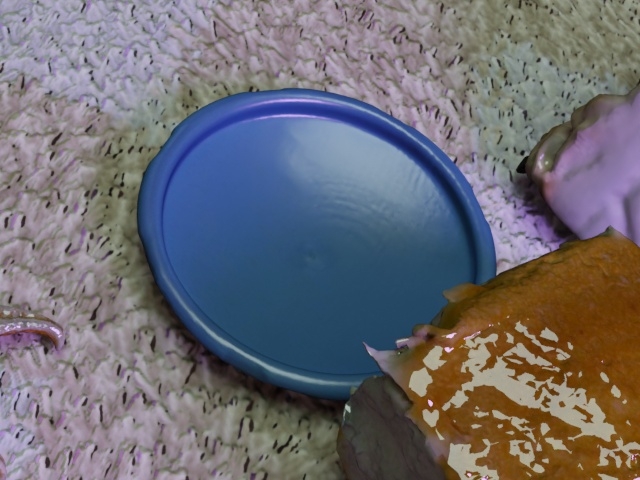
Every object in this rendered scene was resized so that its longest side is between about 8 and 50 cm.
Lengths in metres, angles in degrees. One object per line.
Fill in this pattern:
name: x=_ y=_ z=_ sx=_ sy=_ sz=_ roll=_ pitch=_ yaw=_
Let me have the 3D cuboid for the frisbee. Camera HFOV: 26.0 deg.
frisbee: x=-0.002 y=0.003 z=1.088 sx=0.289 sy=0.049 sz=0.289 roll=9 pitch=54 yaw=-12

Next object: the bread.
bread: x=0.165 y=0.146 z=0.926 sx=0.279 sy=0.225 sz=0.250 roll=-26 pitch=71 yaw=-30

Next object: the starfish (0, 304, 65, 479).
starfish: x=-0.298 y=0.099 z=0.944 sx=0.247 sy=0.050 sz=0.138 roll=-1 pitch=58 yaw=-12

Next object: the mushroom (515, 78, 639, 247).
mushroom: x=0.364 y=-0.140 z=1.077 sx=0.313 sy=0.397 sz=0.224 roll=-33 pitch=71 yaw=-34
